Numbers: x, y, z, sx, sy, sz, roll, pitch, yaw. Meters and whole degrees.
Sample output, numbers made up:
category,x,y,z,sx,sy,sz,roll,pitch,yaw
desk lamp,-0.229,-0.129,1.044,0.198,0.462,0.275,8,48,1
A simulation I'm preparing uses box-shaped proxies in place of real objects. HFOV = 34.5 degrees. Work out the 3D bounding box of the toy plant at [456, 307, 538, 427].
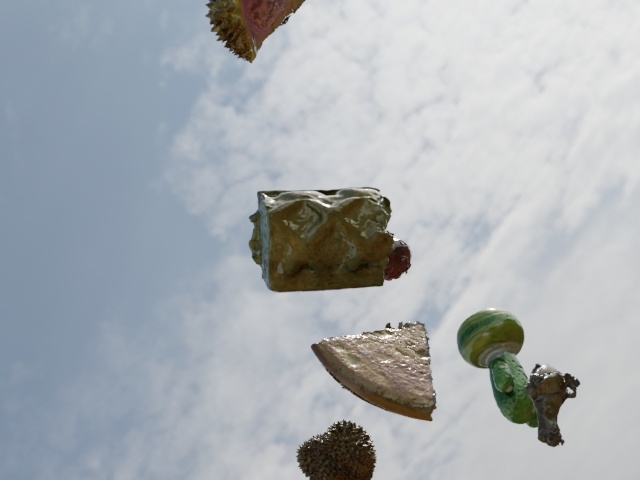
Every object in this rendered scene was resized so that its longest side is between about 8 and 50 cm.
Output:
category,x,y,z,sx,sy,sz,roll,pitch,yaw
toy plant,0.492,0.343,2.730,0.184,0.316,0.224,-33,-38,13

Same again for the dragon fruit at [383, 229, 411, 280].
category,x,y,z,sx,sy,sz,roll,pitch,yaw
dragon fruit,0.160,0.020,2.311,0.190,0.094,0.094,-78,4,-59

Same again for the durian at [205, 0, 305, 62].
category,x,y,z,sx,sy,sz,roll,pitch,yaw
durian,-0.096,-0.365,1.540,0.182,0.132,0.165,-52,14,4

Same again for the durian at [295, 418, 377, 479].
category,x,y,z,sx,sy,sz,roll,pitch,yaw
durian,0.043,0.457,2.169,0.168,0.137,0.158,35,-51,-23

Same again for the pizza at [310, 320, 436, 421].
category,x,y,z,sx,sy,sz,roll,pitch,yaw
pizza,0.107,0.185,1.495,0.193,0.201,0.053,-28,-39,-44

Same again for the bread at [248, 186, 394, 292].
category,x,y,z,sx,sy,sz,roll,pitch,yaw
bread,0.001,-0.005,1.937,0.252,0.238,0.196,0,-82,-10

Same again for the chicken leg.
category,x,y,z,sx,sy,sz,roll,pitch,yaw
chicken leg,0.511,0.359,2.310,0.080,0.125,0.196,-52,6,46
